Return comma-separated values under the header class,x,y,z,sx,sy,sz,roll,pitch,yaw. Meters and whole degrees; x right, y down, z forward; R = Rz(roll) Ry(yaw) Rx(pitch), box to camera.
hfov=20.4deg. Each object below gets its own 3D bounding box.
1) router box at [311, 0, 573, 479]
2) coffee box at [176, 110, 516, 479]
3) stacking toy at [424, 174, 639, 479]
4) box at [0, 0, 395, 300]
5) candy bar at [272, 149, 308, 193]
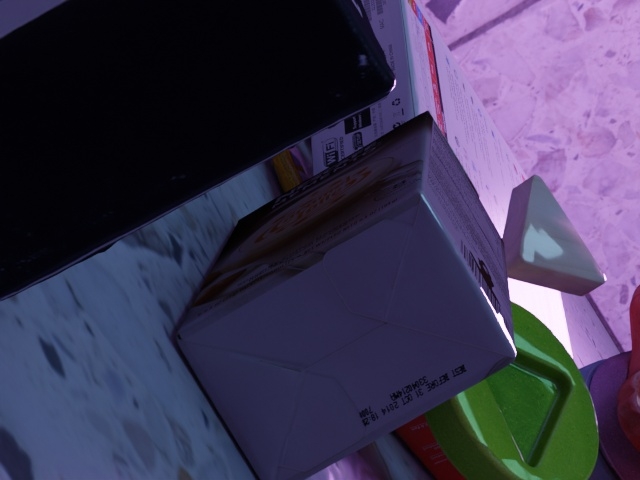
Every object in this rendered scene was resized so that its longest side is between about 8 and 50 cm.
class,x,y,z,sx,sy,sz,roll,pitch,yaw
router box,0.096,0.017,1.304,0.301,0.082,0.335,52,24,-43
coffee box,0.020,0.023,0.950,0.098,0.141,0.246,59,10,-9
stacking toy,0.151,0.138,1.148,0.279,0.130,0.309,45,38,-11
box,-0.143,-0.190,0.620,0.296,0.182,0.294,52,15,-45
candy bar,0.000,0.000,1.241,0.161,0.018,0.040,65,13,21
